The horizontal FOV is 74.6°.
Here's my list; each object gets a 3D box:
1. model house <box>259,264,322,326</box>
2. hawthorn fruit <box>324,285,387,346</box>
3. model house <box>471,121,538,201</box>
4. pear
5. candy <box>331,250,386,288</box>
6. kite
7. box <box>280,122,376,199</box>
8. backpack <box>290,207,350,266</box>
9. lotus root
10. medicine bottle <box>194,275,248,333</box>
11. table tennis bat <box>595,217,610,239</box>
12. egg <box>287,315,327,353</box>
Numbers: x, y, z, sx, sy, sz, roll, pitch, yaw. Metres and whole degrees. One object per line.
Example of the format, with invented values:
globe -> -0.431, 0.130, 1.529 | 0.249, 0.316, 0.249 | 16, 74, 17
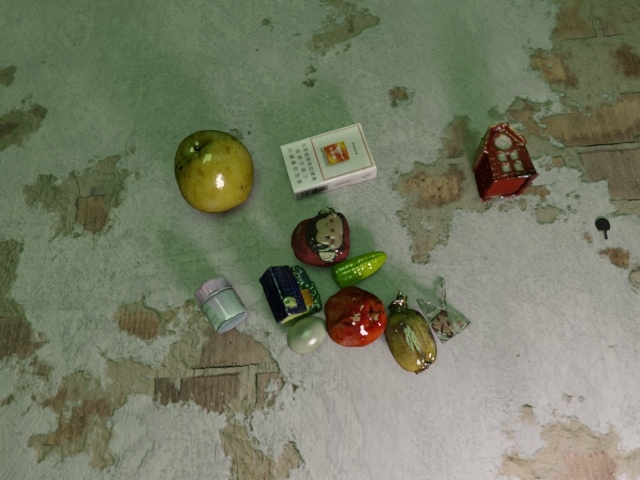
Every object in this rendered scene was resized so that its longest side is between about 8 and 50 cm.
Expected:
model house -> -0.105, 0.172, 1.442 | 0.170, 0.211, 0.193 | -23, 72, 0
hawthorn fruit -> 0.135, 0.249, 1.378 | 0.208, 0.243, 0.207 | 8, 74, -29
model house -> 0.648, -0.296, 1.532 | 0.160, 0.196, 0.253 | -13, 72, 2
pear -> -0.394, -0.262, 1.556 | 0.304, 0.304, 0.303 | -1, 73, 4
candy -> 0.142, 0.095, 1.504 | 0.210, 0.096, 0.096 | -25, 73, -5
kite -> 0.425, 0.240, 1.445 | 0.229, 0.012, 0.250 | 23, 56, -13
box -> 0.031, -0.307, 1.635 | 0.331, 0.095, 0.210 | -17, 73, 0
backpack -> -0.001, -0.001, 1.514 | 0.230, 0.139, 0.229 | -6, 58, 10
lotus root -> 0.289, 0.305, 1.407 | 0.154, 0.154, 0.278 | -20, 73, -2
medicine bottle -> -0.351, 0.225, 1.483 | 0.135, 0.135, 0.168 | -35, 75, -6
table tennis bat -> 1.027, -0.043, 1.522 | 0.050, 0.007, 0.083 | -4, 71, 3
egg -> -0.044, 0.322, 1.439 | 0.152, 0.114, 0.114 | -33, 73, -8
